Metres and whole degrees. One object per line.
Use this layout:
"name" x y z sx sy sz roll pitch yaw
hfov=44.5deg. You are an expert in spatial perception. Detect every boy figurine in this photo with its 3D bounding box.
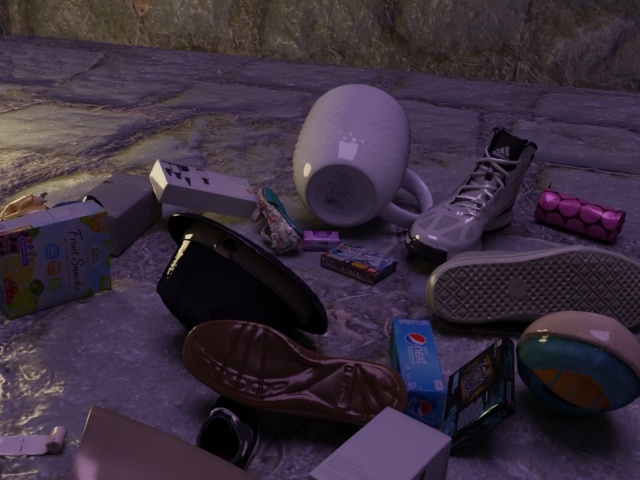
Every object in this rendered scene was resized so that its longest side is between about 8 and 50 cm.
"boy figurine" -0.585 -0.006 1.586 0.285 0.177 0.092 -13 -13 4

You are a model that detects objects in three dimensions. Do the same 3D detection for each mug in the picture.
"mug" 0.111 -0.162 1.881 0.374 0.276 0.328 32 33 -10

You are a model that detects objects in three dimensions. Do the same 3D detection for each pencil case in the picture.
"pencil case" 0.632 -0.064 1.897 0.209 0.095 0.098 25 18 35

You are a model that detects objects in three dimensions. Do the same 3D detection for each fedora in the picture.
"fedora" -0.157 0.103 1.333 0.334 0.334 0.152 23 67 35

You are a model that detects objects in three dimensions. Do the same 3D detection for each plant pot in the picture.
"plant pot" -0.143 0.330 0.832 0.274 0.256 0.256 15 23 -12

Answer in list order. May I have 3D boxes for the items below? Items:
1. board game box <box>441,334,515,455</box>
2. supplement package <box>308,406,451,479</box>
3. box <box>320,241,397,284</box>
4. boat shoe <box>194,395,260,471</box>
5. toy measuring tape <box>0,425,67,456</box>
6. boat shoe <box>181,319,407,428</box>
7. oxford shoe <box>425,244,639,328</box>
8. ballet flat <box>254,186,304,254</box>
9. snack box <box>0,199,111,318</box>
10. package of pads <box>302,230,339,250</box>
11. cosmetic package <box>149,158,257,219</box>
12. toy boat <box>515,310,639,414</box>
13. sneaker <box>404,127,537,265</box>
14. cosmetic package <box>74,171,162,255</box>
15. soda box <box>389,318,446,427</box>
"board game box" 0.242 0.233 1.195 0.026 0.126 0.186 43 27 -7
"supplement package" 0.076 0.315 1.009 0.105 0.105 0.179 20 31 33
"box" 0.081 0.047 1.665 0.137 0.027 0.094 20 29 32
"boat shoe" -0.132 0.274 1.107 0.084 0.079 0.233 4 22 4
"toy measuring tape" -0.527 0.244 1.083 0.330 0.121 0.121 1 25 -5
"boat shoe" -0.042 0.216 1.188 0.342 0.123 0.123 12 64 5
"oxford shoe" 0.415 0.088 1.486 0.450 0.169 0.130 1 4 -4
"ballet flat" -0.110 -0.047 1.775 0.077 0.091 0.241 -44 33 6
"snack box" -0.501 0.032 1.461 0.207 0.174 0.070 -19 35 -37
"package of pads" 0.000 0.000 1.750 0.083 0.031 0.050 1 27 -4
"cosmetic package" -0.269 -0.118 1.824 0.239 0.060 0.098 10 37 -36
"toy boat" 0.437 0.226 1.151 0.318 0.267 0.148 25 71 15
"sneaker" 0.343 -0.122 1.762 0.169 0.257 0.448 27 33 23
"cosmetic package" -0.456 -0.063 1.753 0.127 0.107 0.238 10 23 8
"soda box" 0.155 0.210 1.277 0.067 0.071 0.210 3 25 -1
